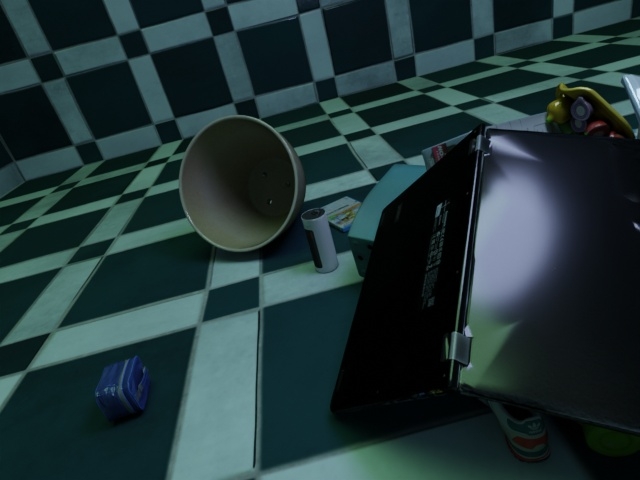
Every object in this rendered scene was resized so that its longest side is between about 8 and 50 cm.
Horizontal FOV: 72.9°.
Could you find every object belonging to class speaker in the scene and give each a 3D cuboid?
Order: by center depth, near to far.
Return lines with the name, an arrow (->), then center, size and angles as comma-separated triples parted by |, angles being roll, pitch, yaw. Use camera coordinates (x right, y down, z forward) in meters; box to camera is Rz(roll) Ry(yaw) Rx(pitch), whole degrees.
speaker -> 0.000, 0.000, 0.941 | 0.055, 0.136, 0.055 | -11, 28, 6

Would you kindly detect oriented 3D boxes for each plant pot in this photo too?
plant pot -> 0.171, -0.026, 0.886 | 0.165, 0.166, 0.234 | 13, 43, 42

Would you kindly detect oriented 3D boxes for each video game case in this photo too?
video game case -> 0.068, -0.075, 1.178 | 0.119, 0.015, 0.166 | -25, 29, -20

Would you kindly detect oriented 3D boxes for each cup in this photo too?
cup -> -0.171, -0.146, 1.162 | 0.330, 0.332, 0.237 | -5, 3, 19

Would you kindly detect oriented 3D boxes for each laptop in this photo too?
laptop -> 0.245, 0.060, 0.571 | 0.408, 0.236, 0.382 | -43, 22, 54

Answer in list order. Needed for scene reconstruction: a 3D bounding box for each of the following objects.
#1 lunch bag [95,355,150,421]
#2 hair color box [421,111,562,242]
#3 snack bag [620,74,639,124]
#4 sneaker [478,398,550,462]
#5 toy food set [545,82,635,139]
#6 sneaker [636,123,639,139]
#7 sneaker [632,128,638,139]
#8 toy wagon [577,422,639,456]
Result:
lunch bag -> -0.323, 0.243, 0.726 | 0.065, 0.067, 0.098 | -17, 26, -5
hair color box -> 0.377, -0.135, 0.853 | 0.374, 0.186, 0.113 | -21, 5, -37
snack bag -> 0.634, -0.120, 0.646 | 0.341, 0.037, 0.324 | 6, 63, -11
sneaker -> 0.231, 0.187, 0.544 | 0.057, 0.076, 0.161 | -15, 28, 0
toy food set -> 0.502, -0.196, 0.810 | 0.071, 0.218, 0.128 | -42, -12, 7
sneaker -> 0.674, -0.174, 0.850 | 0.091, 0.094, 0.258 | 8, -6, 38
sneaker -> 0.732, -0.208, 1.034 | 0.228, 0.088, 0.092 | -26, 22, -34
toy wagon -> 0.438, 0.136, 0.546 | 0.343, 0.068, 0.267 | -6, 29, 17
